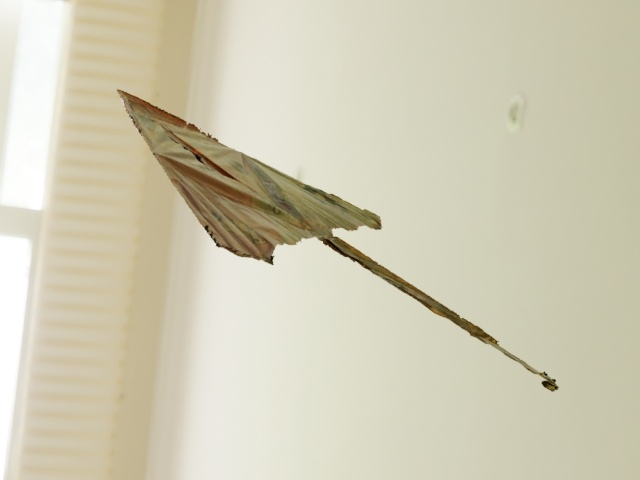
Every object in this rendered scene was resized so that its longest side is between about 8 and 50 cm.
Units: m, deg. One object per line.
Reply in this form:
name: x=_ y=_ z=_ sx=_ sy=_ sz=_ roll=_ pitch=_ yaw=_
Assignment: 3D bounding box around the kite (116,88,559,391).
kite: x=0.000 y=-0.001 z=0.367 sx=0.005 sy=0.152 sz=0.137 roll=-59 pitch=166 yaw=14
